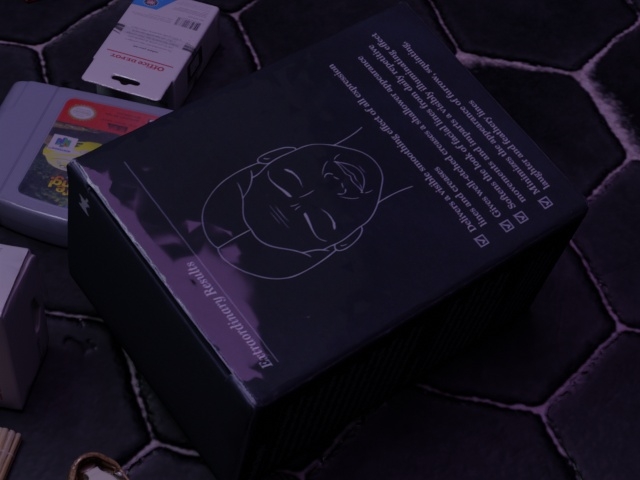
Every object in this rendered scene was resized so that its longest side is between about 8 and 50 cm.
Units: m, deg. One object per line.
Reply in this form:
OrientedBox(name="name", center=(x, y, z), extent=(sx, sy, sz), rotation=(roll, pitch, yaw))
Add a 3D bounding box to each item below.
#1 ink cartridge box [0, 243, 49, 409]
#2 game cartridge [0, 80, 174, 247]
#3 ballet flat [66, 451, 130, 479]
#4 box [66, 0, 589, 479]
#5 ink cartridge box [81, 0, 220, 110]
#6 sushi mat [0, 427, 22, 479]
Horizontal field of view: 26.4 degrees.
OrientedBox(name="ink cartridge box", center=(-0.379, 0.069, 1.305), extent=(0.212, 0.154, 0.093), rotation=(8, 49, 4))
OrientedBox(name="game cartridge", center=(-0.240, -0.074, 1.507), extent=(0.294, 0.060, 0.196), rotation=(12, 54, 7))
OrientedBox(name="ballet flat", center=(-0.168, 0.268, 1.202), extent=(0.073, 0.067, 0.206), rotation=(-30, 57, -26))
OrientedBox(name="box", center=(0.000, 0.000, 1.319), extent=(0.395, 0.212, 0.293), rotation=(-28, 67, -25))
OrientedBox(name="ink cartridge box", center=(-0.200, -0.214, 1.622), extent=(0.104, 0.060, 0.180), rotation=(17, 50, 11))
OrientedBox(name="sushi mat", center=(-0.386, 0.284, 1.210), extent=(0.151, 0.019, 0.316), rotation=(9, 49, 6))
